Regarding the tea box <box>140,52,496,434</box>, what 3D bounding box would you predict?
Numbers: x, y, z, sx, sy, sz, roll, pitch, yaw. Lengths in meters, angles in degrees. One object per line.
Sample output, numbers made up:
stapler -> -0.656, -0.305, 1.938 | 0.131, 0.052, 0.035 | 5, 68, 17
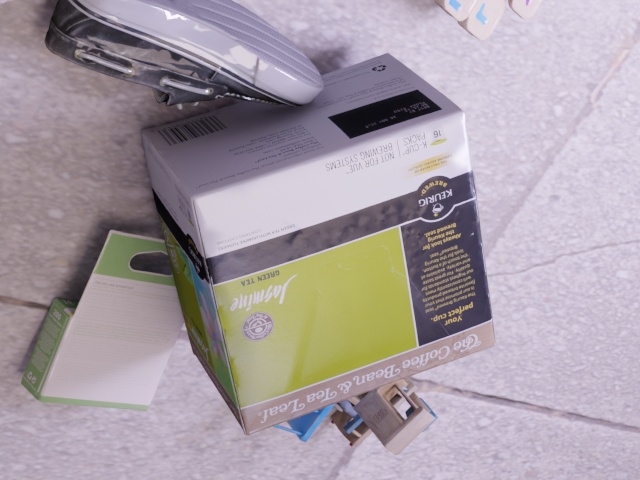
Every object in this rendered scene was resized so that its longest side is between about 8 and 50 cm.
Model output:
tea box -> 0.000, 0.000, 1.950 | 0.329, 0.220, 0.323 | -18, 119, -15

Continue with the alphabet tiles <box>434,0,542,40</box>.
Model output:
alphabet tiles -> 0.234, -0.380, 1.970 | 0.284, 0.021, 0.278 | -59, 150, 3

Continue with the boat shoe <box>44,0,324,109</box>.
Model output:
boat shoe -> -0.152, -0.206, 1.827 | 0.335, 0.121, 0.119 | 20, 119, -34

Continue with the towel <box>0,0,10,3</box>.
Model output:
towel -> -0.266, -0.309, 1.563 | 0.187, 0.049, 0.282 | -62, 176, 25

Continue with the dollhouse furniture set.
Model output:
dollhouse furniture set -> 0.077, 0.243, 2.315 | 0.129, 0.183, 0.129 | -45, 139, 4

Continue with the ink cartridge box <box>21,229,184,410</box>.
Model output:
ink cartridge box -> -0.246, 0.093, 2.041 | 0.171, 0.056, 0.235 | 11, 107, -43

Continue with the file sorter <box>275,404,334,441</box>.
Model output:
file sorter -> -0.031, 0.156, 2.212 | 0.104, 0.118, 0.170 | 24, 108, -43
